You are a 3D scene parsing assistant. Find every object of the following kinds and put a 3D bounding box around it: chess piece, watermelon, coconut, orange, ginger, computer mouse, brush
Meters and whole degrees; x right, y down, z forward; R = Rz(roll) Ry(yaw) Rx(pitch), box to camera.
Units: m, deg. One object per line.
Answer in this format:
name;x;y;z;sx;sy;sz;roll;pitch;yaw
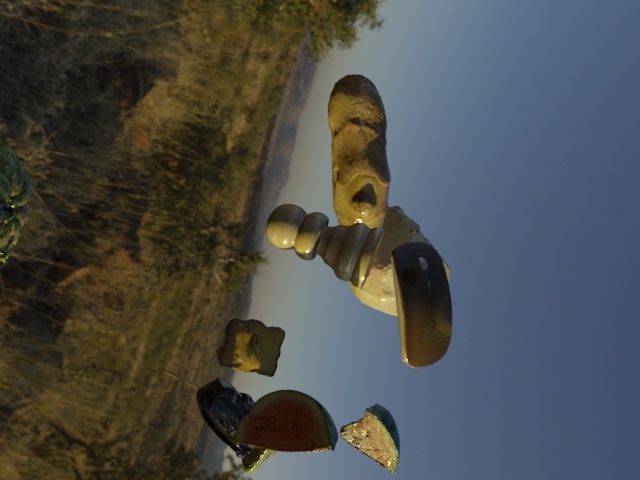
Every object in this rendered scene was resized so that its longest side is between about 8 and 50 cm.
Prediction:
chess piece;0.000;0.000;0.815;0.094;0.171;0.094;20;90;-84
watermelon;-0.041;0.244;0.774;0.087;0.163;0.068;-18;100;-62
watermelon;0.105;0.397;1.153;0.071;0.139;0.187;-52;134;-47
coconut;0.200;0.072;1.546;0.255;0.297;0.297;-36;-169;6
orange;-0.775;-0.095;1.194;0.301;0.223;0.300;109;-11;-54
ginger;0.078;-0.153;1.115;0.190;0.126;0.353;-67;151;-73
computer mouse;0.196;0.123;1.071;0.056;0.126;0.245;-10;-96;57
brush;-0.367;0.420;1.600;0.083;0.205;0.011;114;1;-80

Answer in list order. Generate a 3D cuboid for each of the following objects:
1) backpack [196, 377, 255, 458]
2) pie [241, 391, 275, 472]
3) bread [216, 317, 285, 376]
backpack;-0.192;0.370;1.187;0.106;0.165;0.120;-35;-158;-15
pie;-0.159;0.571;1.651;0.248;0.090;0.201;-57;-158;26
bread;-0.220;0.326;1.702;0.088;0.233;0.160;-4;-112;39
